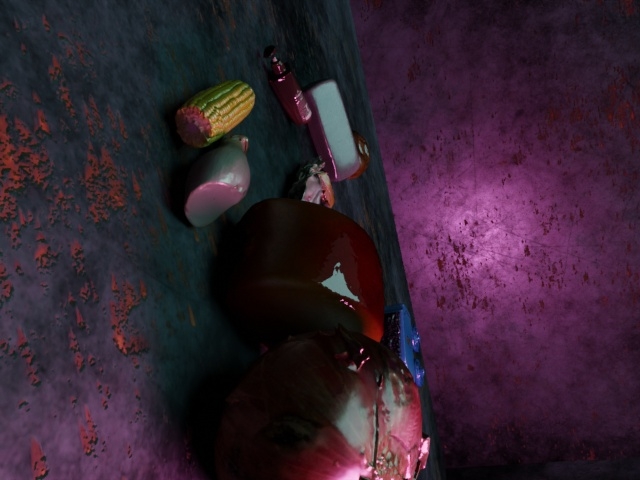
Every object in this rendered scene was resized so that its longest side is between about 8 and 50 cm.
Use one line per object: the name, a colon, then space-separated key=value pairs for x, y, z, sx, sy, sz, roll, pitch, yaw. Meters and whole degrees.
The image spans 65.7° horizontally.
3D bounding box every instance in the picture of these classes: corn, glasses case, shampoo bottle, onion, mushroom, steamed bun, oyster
corn: x=-0.177 y=-0.226 z=0.859 sx=0.248 sy=0.081 sz=0.081 roll=-70 pitch=146 yaw=-61
glasses case: x=0.034 y=-0.356 z=1.610 sx=0.131 sy=0.074 sz=0.323 roll=-36 pitch=119 yaw=-32
shampoo bottle: x=-0.091 y=-0.411 z=1.325 sx=0.236 sy=0.067 sz=0.068 roll=60 pitch=15 yaw=-49
onion: x=0.007 y=0.290 z=0.741 sx=0.353 sy=0.353 sz=0.354 roll=-11 pitch=90 yaw=-74
mushroom: x=0.104 y=-0.328 z=1.812 sx=0.231 sy=0.138 sz=0.194 roll=-76 pitch=150 yaw=-57
mushroom: x=-0.164 y=-0.117 z=0.810 sx=0.093 sy=0.116 sz=0.225 roll=28 pitch=36 yaw=-23
steamed bun: x=-0.005 y=0.093 z=0.944 sx=0.379 sy=0.248 sz=0.235 roll=62 pitch=24 yaw=-49
oyster: x=-0.034 y=-0.135 z=1.292 sx=0.199 sy=0.087 sz=0.252 roll=64 pitch=27 yaw=-70

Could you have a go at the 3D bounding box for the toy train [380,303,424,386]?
toy train: x=0.271 y=0.400 z=1.845 sx=0.265 sy=0.187 sz=0.300 roll=55 pitch=30 yaw=-46

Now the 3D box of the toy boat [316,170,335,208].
toy boat: x=0.010 y=-0.148 z=1.543 sx=0.047 sy=0.049 sz=0.149 roll=32 pitch=-33 yaw=48
